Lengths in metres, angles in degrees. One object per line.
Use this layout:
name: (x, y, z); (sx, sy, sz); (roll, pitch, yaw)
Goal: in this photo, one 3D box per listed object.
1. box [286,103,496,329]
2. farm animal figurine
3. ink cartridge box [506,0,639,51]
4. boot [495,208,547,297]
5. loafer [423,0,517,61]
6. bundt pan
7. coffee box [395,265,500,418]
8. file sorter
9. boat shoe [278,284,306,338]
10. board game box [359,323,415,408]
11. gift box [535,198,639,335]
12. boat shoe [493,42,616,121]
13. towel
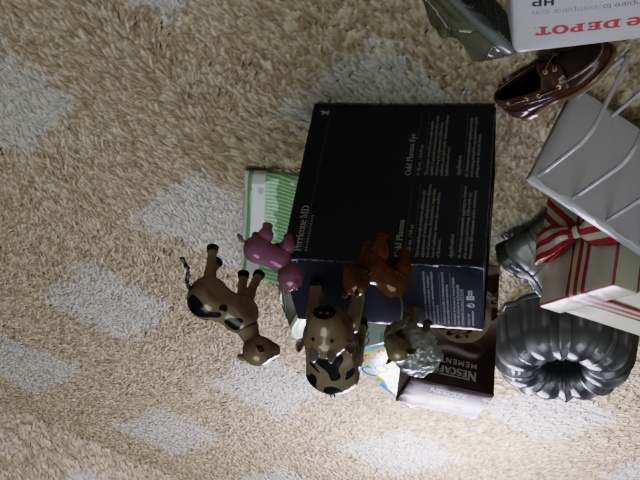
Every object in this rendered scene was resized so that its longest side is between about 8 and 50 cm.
box: (0.126, -0.047, 1.648); (0.313, 0.343, 0.179); (3, 143, 11)
farm animal figurine: (-0.012, 0.130, 1.485); (0.330, 0.172, 0.326); (-7, 139, 22)
ink cartridge box: (0.357, -0.420, 1.167); (0.286, 0.166, 0.395); (-4, 149, 10)
boot: (0.472, 0.039, 1.919); (0.247, 0.083, 0.161); (30, 135, -28)
loafer: (0.187, -0.334, 1.443); (0.087, 0.094, 0.251); (-28, 131, 35)
bundt pan: (0.528, 0.247, 2.156); (0.331, 0.124, 0.330); (6, 144, 4)
coffee box: (0.257, 0.186, 1.981); (0.168, 0.297, 0.119); (13, 145, -5)
file sorter: (0.498, -0.119, 1.500); (0.278, 0.192, 0.173); (33, 155, -4)
boat shoe: (-0.037, 0.113, 2.131); (0.109, 0.091, 0.305); (-30, 154, -18)
board game box: (0.185, 0.240, 2.209); (0.142, 0.144, 0.275); (-19, 137, 34)
gift box: (0.527, 0.002, 1.712); (0.258, 0.276, 0.255); (17, 158, -16)
boat shoe: (0.358, -0.251, 1.538); (0.073, 0.073, 0.207); (27, 141, -26)
towel: (0.000, 0.000, 1.882); (0.325, 0.038, 0.247); (15, 120, 19)
